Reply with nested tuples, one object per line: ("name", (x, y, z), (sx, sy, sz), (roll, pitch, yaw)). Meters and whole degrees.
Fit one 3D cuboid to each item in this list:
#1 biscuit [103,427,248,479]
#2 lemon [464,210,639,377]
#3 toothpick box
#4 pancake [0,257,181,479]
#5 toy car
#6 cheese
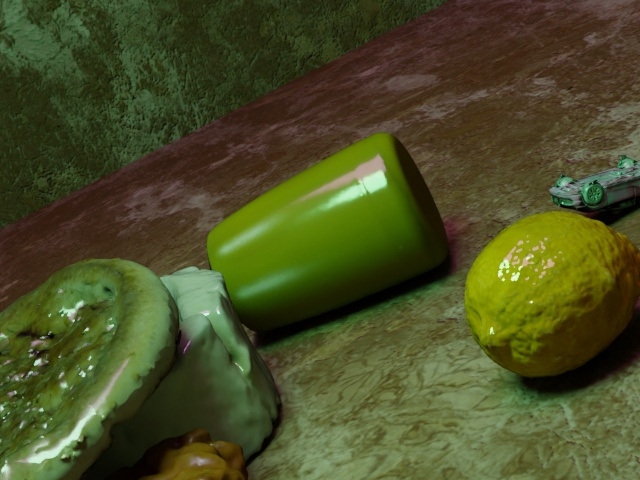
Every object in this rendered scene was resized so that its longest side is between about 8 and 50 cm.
("biscuit", (-0.159, 0.291, 0.990), (0.318, 0.110, 0.312), (-30, 20, -9))
("lemon", (0.211, 0.044, 1.130), (0.187, 0.142, 0.142), (-27, 16, -22))
("toothpick box", (0.000, 0.000, 1.506), (0.271, 0.175, 0.175), (-25, 17, 13))
("pancake", (-0.303, 0.163, 1.159), (0.382, 0.071, 0.382), (-27, 27, 15))
("toy car", (0.325, -0.057, 1.407), (0.142, 0.055, 0.069), (-16, 15, -16))
("cheese", (-0.195, 0.165, 1.328), (0.292, 0.153, 0.332), (-30, 19, -10))
